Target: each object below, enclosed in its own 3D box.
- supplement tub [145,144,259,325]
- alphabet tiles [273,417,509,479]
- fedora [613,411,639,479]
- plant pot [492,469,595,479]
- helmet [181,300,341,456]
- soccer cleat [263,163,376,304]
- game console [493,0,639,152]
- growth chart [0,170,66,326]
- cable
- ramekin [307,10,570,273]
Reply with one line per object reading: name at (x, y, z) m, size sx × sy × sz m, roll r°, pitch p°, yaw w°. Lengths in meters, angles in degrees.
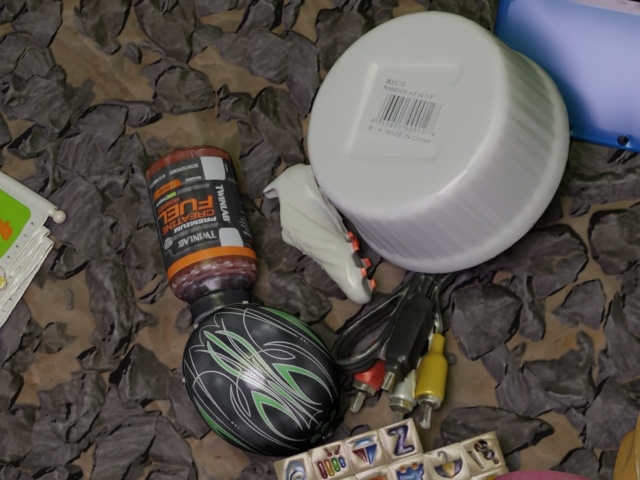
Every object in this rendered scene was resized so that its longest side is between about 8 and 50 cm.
supplement tub at (-0.130, -0.001, 2.012) m, size 0.106 × 0.106 × 0.198 m, roll -17°, pitch 68°, yaw 5°
alphabet tiles at (0.091, 0.293, 1.884) m, size 0.237 × 0.009 × 0.198 m, roll -18°, pitch 85°, yaw 4°
fedora at (0.354, 0.247, 1.819) m, size 0.079 × 0.194 × 0.194 m, roll -19°, pitch 63°, yaw 42°
plant pot at (0.223, 0.335, 1.775) m, size 0.201 × 0.201 × 0.180 m, roll 2°, pitch 64°, yaw 12°
helmet at (-0.063, 0.149, 1.909) m, size 0.169 × 0.161 × 0.169 m, roll -9°, pitch 62°, yaw 18°
soccer cleat at (0.000, 0.000, 2.010) m, size 0.076 × 0.068 × 0.196 m, roll -29°, pitch 61°, yaw 5°
game console at (0.358, -0.248, 2.043) m, size 0.293 × 0.173 × 0.250 m, roll 14°, pitch 43°, yaw 15°
growth chart at (-0.409, 0.027, 2.105) m, size 0.172 × 0.021 × 0.237 m, roll 22°, pitch 76°, yaw 19°
cable at (0.113, 0.075, 1.979) m, size 0.139 × 0.072 × 0.287 m, roll 11°, pitch 60°, yaw 33°
ramekin at (0.119, -0.115, 1.941) m, size 0.277 × 0.135 × 0.277 m, roll -14°, pitch 62°, yaw 28°
